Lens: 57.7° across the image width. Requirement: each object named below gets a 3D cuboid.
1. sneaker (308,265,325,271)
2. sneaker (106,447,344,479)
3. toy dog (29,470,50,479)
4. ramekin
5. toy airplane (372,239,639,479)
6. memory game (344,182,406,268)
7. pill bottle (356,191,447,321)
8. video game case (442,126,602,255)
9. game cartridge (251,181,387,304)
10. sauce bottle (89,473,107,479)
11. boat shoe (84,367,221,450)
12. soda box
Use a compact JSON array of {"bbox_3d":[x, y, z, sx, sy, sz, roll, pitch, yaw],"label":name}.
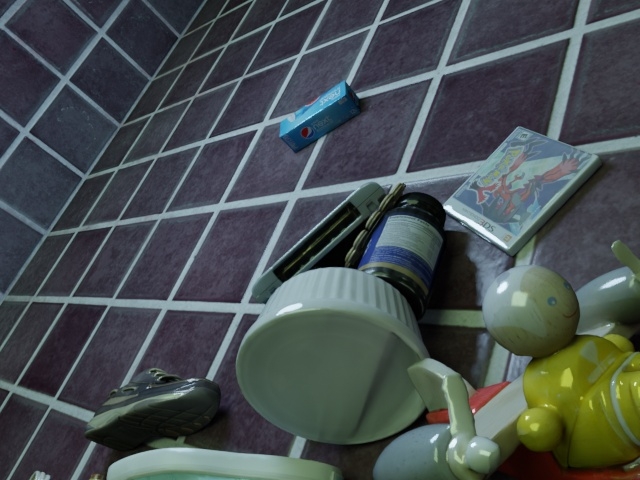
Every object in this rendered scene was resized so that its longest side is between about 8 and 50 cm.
[{"bbox_3d":[-0.027,0.177,1.028,0.110,0.107,0.275,-40,26,42],"label":"sneaker"},{"bbox_3d":[-0.152,0.387,0.824,0.365,0.135,0.150,-5,53,16],"label":"sneaker"},{"bbox_3d":[-0.540,0.625,1.079,0.220,0.160,0.334,-41,28,34],"label":"toy dog"},{"bbox_3d":[0.024,0.160,0.838,0.272,0.273,0.127,-29,26,24],"label":"ramekin"},{"bbox_3d":[0.219,0.151,0.584,0.384,0.273,0.386,-19,11,14],"label":"toy airplane"},{"bbox_3d":[0.097,-0.027,1.038,0.012,0.186,0.186,35,81,10],"label":"memory game"},{"bbox_3d":[0.137,0.023,0.946,0.122,0.123,0.219,-15,33,37],"label":"pill bottle"},{"bbox_3d":[0.323,-0.089,0.961,0.201,0.023,0.183,-46,35,1],"label":"video game case"},{"bbox_3d":[0.000,0.000,1.101,0.297,0.062,0.198,-42,4,4],"label":"game cartridge"},{"bbox_3d":[-0.457,0.534,1.154,0.042,0.042,0.128,-22,43,31],"label":"sauce bottle"},{"bbox_3d":[-0.340,0.318,1.166,0.355,0.132,0.130,-23,42,29],"label":"boat shoe"},{"bbox_3d":[-0.004,-0.314,1.482,0.210,0.067,0.071,-27,40,25],"label":"soda box"}]
